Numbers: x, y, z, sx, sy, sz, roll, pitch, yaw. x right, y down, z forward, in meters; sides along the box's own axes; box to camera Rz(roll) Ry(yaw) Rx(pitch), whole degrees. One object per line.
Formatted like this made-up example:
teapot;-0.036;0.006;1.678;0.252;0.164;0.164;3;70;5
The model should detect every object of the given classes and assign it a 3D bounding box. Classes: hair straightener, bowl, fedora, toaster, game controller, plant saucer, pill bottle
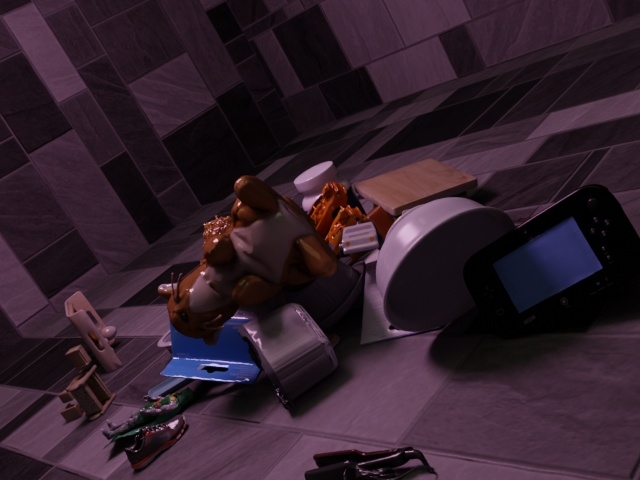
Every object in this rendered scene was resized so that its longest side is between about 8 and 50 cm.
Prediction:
hair straightener;0.070;0.369;1.171;0.230;0.047;0.089;-13;23;33
bowl;0.217;0.024;1.438;0.298;0.298;0.134;-31;49;-6
fedora;-0.008;0.110;1.799;0.244;0.124;0.275;-45;12;5
toaster;-0.063;0.235;1.577;0.146;0.129;0.227;-31;40;-11
game controller;0.389;0.042;1.282;0.067;0.166;0.319;2;-30;-43
plant saucer;-0.361;0.360;1.950;0.192;0.018;0.067;-30;16;-4
pill bottle;0.041;-0.084;2.141;0.153;0.265;0.153;-28;17;9

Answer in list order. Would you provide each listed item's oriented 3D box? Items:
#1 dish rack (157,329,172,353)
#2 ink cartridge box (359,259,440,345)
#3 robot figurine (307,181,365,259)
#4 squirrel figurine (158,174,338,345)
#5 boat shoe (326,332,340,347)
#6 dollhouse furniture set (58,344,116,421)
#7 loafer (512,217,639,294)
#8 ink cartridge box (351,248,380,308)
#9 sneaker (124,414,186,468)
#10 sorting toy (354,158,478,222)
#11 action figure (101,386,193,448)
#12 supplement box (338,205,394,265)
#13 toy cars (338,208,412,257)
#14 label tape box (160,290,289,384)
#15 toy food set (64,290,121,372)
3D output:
dish rack;-0.271;0.224;2.103;0.333;0.072;0.285;-15;21;41
ink cartridge box;0.182;0.122;1.621;0.206;0.045;0.208;-18;51;36
robot figurine;0.000;0.000;1.980;0.291;0.085;0.211;-59;40;26
squirrel figurine;-0.183;0.064;1.725;0.370;0.281;0.397;-46;7;8
boat shoe;-0.022;0.240;1.682;0.135;0.045;0.050;-29;17;4
dollhouse furniture set;-0.692;0.411;2.066;0.161;0.182;0.101;-24;17;18
loafer;0.469;0.002;1.398;0.130;0.134;0.366;-17;16;-23
ink cartridge box;0.080;0.125;1.879;0.224;0.056;0.181;-43;11;23
sneaker;-0.364;0.432;1.659;0.061;0.065;0.158;-9;27;50
sorting toy;0.263;-0.123;2.073;0.255;0.089;0.257;-20;24;-15
action figure;-0.410;0.414;1.807;0.232;0.063;0.137;-25;13;3
supplement box;0.095;0.005;2.008;0.233;0.080;0.078;-37;4;42
toy cars;0.166;-0.025;1.792;0.393;0.087;0.176;-10;-3;-44
label tape box;-0.229;0.190;1.865;0.249;0.115;0.348;1;34;19
toy food set;-0.724;0.285;2.427;0.092;0.220;0.306;-34;17;-14
